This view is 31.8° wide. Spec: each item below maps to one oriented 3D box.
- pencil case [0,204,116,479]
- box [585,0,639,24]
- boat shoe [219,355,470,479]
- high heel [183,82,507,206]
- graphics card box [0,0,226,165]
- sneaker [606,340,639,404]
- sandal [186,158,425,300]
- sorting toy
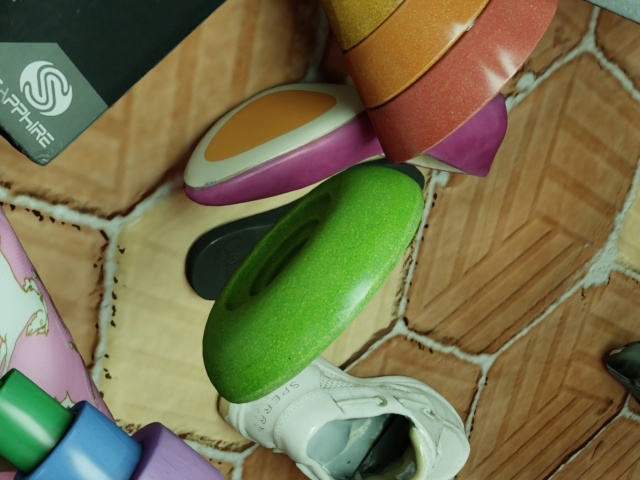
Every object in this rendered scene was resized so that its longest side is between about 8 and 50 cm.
[{"bbox_3d":[-0.175,0.137,0.563,0.167,0.160,0.386,-25,136,-10],"label":"pencil case"},{"bbox_3d":[0.191,-0.197,0.586,0.163,0.247,0.142,-10,123,-39],"label":"box"},{"bbox_3d":[0.042,0.155,0.828,0.277,0.096,0.098,24,100,-50],"label":"boat shoe"},{"bbox_3d":[0.024,-0.046,0.673,0.244,0.082,0.117,-36,128,-38],"label":"high heel"},{"bbox_3d":[-0.056,-0.234,0.446,0.371,0.094,0.233,-46,140,-9],"label":"graphics card box"},{"bbox_3d":[0.360,0.104,1.113,0.132,0.086,0.228,-55,151,-4],"label":"sneaker"},{"bbox_3d":[0.000,0.000,0.715,0.179,0.040,0.067,-23,131,-30],"label":"sandal"},{"bbox_3d":[-0.028,-0.033,0.495,0.126,0.127,0.366,43,61,-14],"label":"sorting toy"}]
